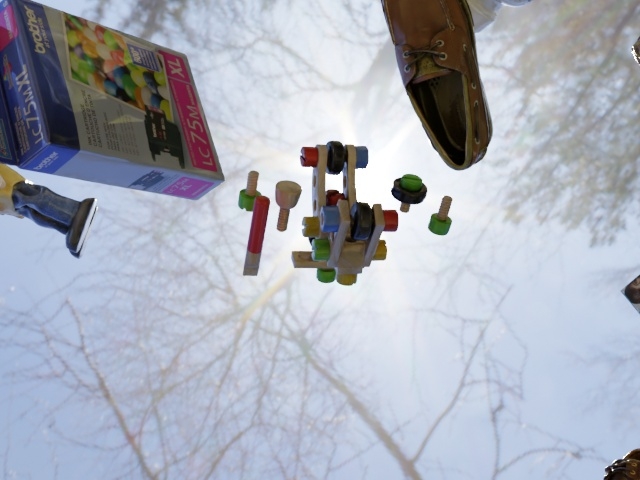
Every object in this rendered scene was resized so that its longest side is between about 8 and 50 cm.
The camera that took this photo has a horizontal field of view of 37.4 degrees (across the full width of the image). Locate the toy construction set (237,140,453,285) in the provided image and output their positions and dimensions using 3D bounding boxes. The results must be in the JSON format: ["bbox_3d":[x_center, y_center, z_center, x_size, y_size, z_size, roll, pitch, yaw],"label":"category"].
[{"bbox_3d":[0.000,0.000,1.508,0.309,0.237,0.257,-13,-140,-35],"label":"toy construction set"}]

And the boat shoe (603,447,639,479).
[{"bbox_3d":[0.345,0.281,1.081,0.178,0.064,0.060,-3,-104,-56],"label":"boat shoe"}]

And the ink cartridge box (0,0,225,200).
[{"bbox_3d":[-0.248,-0.153,1.035,0.311,0.065,0.185,7,-122,-52],"label":"ink cartridge box"}]

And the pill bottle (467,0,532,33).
[{"bbox_3d":[0.282,-0.424,1.298,0.162,0.278,0.162,36,-148,-28],"label":"pill bottle"}]

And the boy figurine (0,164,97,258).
[{"bbox_3d":[-0.452,-0.067,1.298,0.285,0.092,0.177,19,167,-9],"label":"boy figurine"}]

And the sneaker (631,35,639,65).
[{"bbox_3d":[0.315,-0.161,0.686,0.069,0.185,0.084,47,-112,-22],"label":"sneaker"}]

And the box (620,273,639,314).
[{"bbox_3d":[0.671,0.053,1.701,0.060,0.244,0.100,27,-155,-45],"label":"box"}]

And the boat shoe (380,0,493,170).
[{"bbox_3d":[0.159,-0.243,1.276,0.307,0.111,0.104,64,-153,-14],"label":"boat shoe"}]
